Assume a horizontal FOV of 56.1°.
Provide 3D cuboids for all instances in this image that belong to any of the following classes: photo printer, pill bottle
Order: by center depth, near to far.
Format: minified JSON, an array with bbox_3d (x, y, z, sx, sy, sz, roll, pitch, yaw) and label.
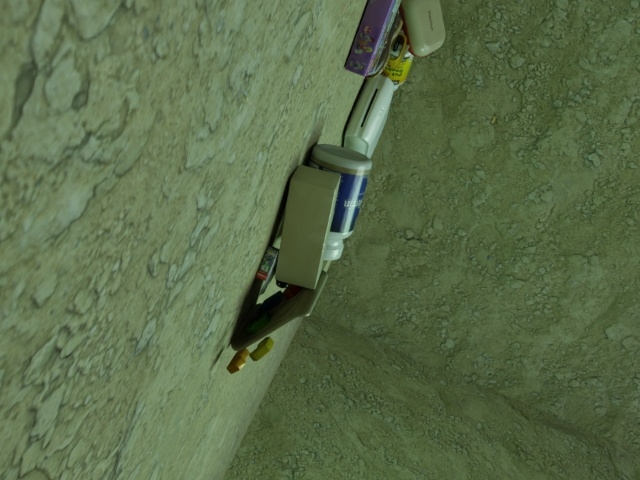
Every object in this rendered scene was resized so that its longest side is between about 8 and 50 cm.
[{"bbox_3d":[0.023,-0.094,1.495,0.153,0.153,0.265,-57,163,-69],"label":"pill bottle"},{"bbox_3d":[0.165,-0.416,2.090,0.307,0.107,0.256,85,27,-80],"label":"photo printer"},{"bbox_3d":[0.264,-0.634,2.146,0.215,0.117,0.117,103,10,-63],"label":"pill bottle"}]

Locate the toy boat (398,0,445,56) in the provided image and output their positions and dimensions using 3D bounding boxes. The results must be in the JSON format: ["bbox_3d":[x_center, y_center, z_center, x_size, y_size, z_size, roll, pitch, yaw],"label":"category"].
[{"bbox_3d":[0.293,-0.704,1.909,0.151,0.151,0.231,-34,121,-28],"label":"toy boat"}]

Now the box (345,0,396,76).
[{"bbox_3d":[0.148,-0.555,1.473,0.201,0.057,0.293,-59,170,-70],"label":"box"}]

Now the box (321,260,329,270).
[{"bbox_3d":[0.000,0.000,2.069,0.148,0.121,0.311,103,11,-63],"label":"box"}]

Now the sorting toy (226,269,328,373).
[{"bbox_3d":[-0.114,0.183,1.426,0.229,0.041,0.307,-29,-165,25],"label":"sorting toy"}]

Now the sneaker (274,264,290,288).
[{"bbox_3d":[-0.076,0.050,1.647,0.234,0.078,0.106,111,1,-45],"label":"sneaker"}]

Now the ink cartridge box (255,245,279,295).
[{"bbox_3d":[-0.129,0.071,1.420,0.063,0.029,0.115,0,113,-85],"label":"ink cartridge box"}]

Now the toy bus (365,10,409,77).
[{"bbox_3d":[0.214,-0.589,1.821,0.191,0.104,0.202,107,6,-52],"label":"toy bus"}]

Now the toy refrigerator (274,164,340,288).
[{"bbox_3d":[-0.030,-0.030,1.394,0.094,0.102,0.269,-69,171,-58],"label":"toy refrigerator"}]

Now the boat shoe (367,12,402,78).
[{"bbox_3d":[0.158,-0.547,1.648,0.073,0.073,0.207,34,71,-47],"label":"boat shoe"}]
